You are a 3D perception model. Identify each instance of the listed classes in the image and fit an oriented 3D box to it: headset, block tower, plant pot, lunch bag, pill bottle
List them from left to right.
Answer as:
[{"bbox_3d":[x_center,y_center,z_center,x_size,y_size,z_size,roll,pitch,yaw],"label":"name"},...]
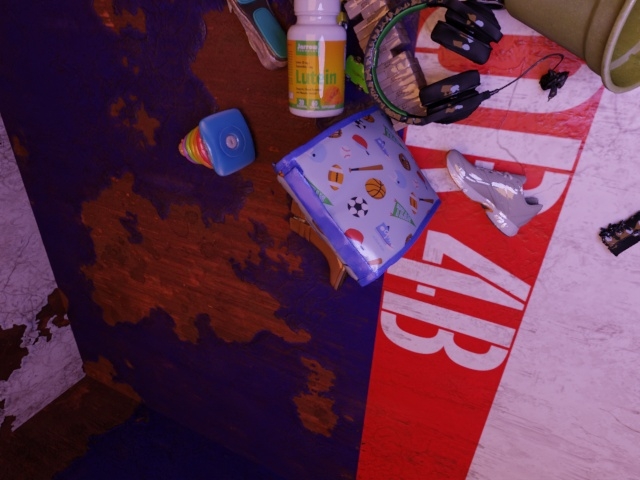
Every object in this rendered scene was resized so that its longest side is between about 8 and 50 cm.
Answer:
[{"bbox_3d":[-0.009,-0.423,0.939,0.136,0.136,0.246,13,121,22],"label":"pill bottle"},{"bbox_3d":[0.083,-0.109,0.967,0.238,0.385,0.328,-33,98,36],"label":"lunch bag"},{"bbox_3d":[0.168,-0.421,0.942,0.097,0.091,0.336,-19,104,35],"label":"block tower"},{"bbox_3d":[0.292,-0.358,0.838,0.393,0.185,0.244,15,115,18],"label":"headset"},{"bbox_3d":[0.463,-0.427,0.662,0.254,0.275,0.276,52,135,37],"label":"plant pot"}]

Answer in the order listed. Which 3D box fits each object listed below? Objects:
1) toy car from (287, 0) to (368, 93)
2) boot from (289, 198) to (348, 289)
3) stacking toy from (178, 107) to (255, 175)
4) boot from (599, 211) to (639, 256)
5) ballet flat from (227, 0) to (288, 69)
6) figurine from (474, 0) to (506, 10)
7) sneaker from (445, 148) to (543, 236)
[{"bbox_3d":[0.055,-0.453,1.010,0.225,0.053,0.239,41,127,4],"label":"toy car"},{"bbox_3d":[0.000,0.000,1.238,0.220,0.109,0.284,16,119,19],"label":"boot"},{"bbox_3d":[-0.368,-0.300,1.278,0.301,0.165,0.175,7,123,42],"label":"stacking toy"},{"bbox_3d":[0.702,0.002,0.902,0.121,0.045,0.099,51,125,5],"label":"boot"},{"bbox_3d":[-0.183,-0.588,1.043,0.106,0.107,0.316,-7,111,61],"label":"ballet flat"},{"bbox_3d":[0.292,-0.587,0.801,0.214,0.092,0.210,17,114,21],"label":"figurine"},{"bbox_3d":[0.413,-0.138,0.966,0.262,0.099,0.121,43,120,-7],"label":"sneaker"}]
